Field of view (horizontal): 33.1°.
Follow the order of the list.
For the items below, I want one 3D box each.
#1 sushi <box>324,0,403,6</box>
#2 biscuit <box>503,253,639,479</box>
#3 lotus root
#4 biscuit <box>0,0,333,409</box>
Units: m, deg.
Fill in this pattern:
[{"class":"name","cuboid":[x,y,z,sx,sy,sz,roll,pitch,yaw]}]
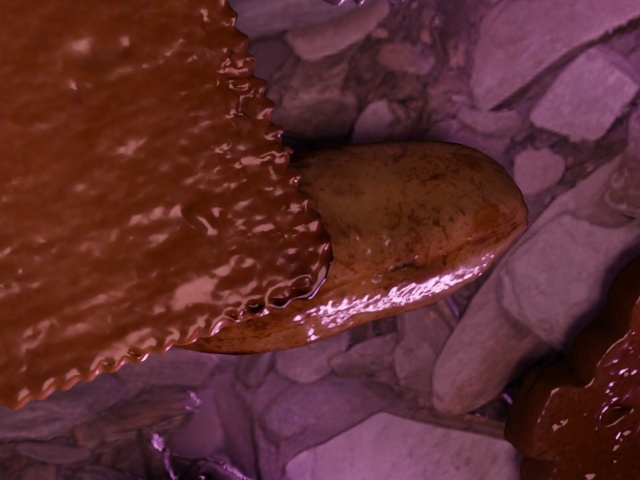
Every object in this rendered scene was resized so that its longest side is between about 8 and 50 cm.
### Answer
[{"class":"sushi","cuboid":[0.045,-0.219,0.495,0.225,0.136,0.126,-47,123,2]},{"class":"biscuit","cuboid":[0.272,0.141,0.807,0.302,0.043,0.278,12,111,-24]},{"class":"lotus root","cuboid":[0.000,0.000,0.621,0.259,0.097,0.110,-14,117,-14]},{"class":"biscuit","cuboid":[-0.137,-0.042,0.545,0.237,0.013,0.232,-21,95,-2]}]
